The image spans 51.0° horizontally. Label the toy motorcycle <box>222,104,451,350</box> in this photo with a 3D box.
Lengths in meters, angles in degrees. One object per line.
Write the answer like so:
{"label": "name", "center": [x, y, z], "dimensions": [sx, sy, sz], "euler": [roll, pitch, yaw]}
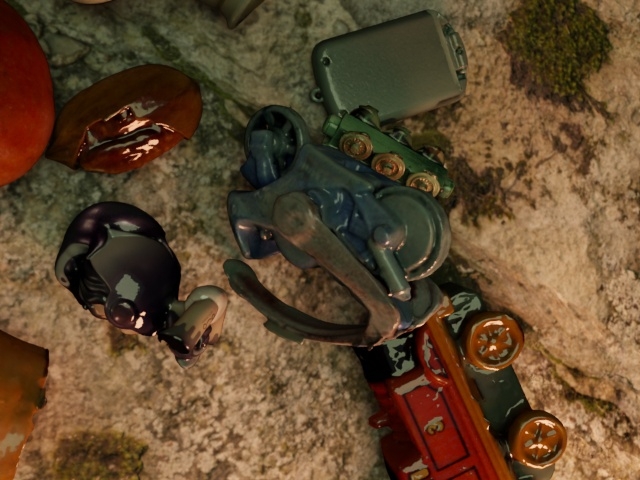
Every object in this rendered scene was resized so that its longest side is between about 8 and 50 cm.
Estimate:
{"label": "toy motorcycle", "center": [-0.012, -0.002, 0.803], "dimensions": [0.319, 0.182, 0.241], "euler": [36, 86, 27]}

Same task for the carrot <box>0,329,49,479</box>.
{"label": "carrot", "center": [-0.477, 0.148, 0.706], "dimensions": [0.341, 0.224, 0.224], "euler": [23, 83, -21]}

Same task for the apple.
{"label": "apple", "center": [-0.404, -0.160, 0.737], "dimensions": [0.230, 0.230, 0.229], "euler": [0, 89, -15]}

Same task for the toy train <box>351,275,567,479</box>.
{"label": "toy train", "center": [0.180, 0.232, 0.910], "dimensions": [0.232, 0.163, 0.369], "euler": [-26, 96, -5]}

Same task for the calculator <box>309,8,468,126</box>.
{"label": "calculator", "center": [0.098, -0.238, 0.951], "dimensions": [0.246, 0.045, 0.141], "euler": [-21, 94, -14]}

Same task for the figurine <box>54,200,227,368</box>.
{"label": "figurine", "center": [-0.217, 0.047, 0.810], "dimensions": [0.222, 0.145, 0.145], "euler": [31, 81, 5]}

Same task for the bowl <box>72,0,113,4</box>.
{"label": "bowl", "center": [-0.276, -0.405, 0.754], "dimensions": [0.238, 0.126, 0.237], "euler": [-4, 81, 24]}

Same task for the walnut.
{"label": "walnut", "center": [-0.240, -0.146, 0.828], "dimensions": [0.207, 0.116, 0.115], "euler": [-26, 95, -14]}

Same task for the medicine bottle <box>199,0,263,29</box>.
{"label": "medicine bottle", "center": [-0.116, -0.362, 0.845], "dimensions": [0.143, 0.147, 0.147], "euler": [42, 79, -12]}

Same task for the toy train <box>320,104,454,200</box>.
{"label": "toy train", "center": [0.079, -0.094, 0.905], "dimensions": [0.194, 0.125, 0.080], "euler": [28, 42, -7]}
